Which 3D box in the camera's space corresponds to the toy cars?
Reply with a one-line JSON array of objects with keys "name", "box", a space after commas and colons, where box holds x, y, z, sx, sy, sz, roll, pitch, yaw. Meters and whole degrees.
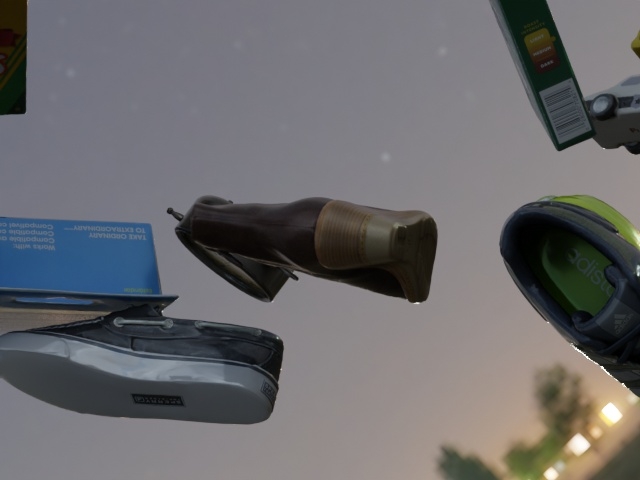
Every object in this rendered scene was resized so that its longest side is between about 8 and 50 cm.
[{"name": "toy cars", "box": [0.435, -0.203, 2.351, 0.393, 0.176, 0.087, 121, 167, -67]}]

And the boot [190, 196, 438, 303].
[{"name": "boot", "box": [0.000, 0.000, 1.965, 0.248, 0.207, 0.090, 32, -115, -71]}]

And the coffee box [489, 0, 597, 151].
[{"name": "coffee box", "box": [0.172, -0.175, 1.642, 0.040, 0.184, 0.113, -23, 23, 4]}]

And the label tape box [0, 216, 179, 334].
[{"name": "label tape box", "box": [-0.315, 0.033, 2.166, 0.249, 0.115, 0.348, 3, -11, -19]}]

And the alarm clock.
[{"name": "alarm clock", "box": [-0.077, 0.010, 2.095, 0.064, 0.129, 0.192, -51, 34, -9]}]

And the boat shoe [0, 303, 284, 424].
[{"name": "boat shoe", "box": [-0.187, 0.115, 2.038, 0.108, 0.301, 0.102, 79, -161, -52]}]

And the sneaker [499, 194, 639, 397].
[{"name": "sneaker", "box": [0.237, 0.072, 1.401, 0.111, 0.300, 0.121, -59, -23, 13]}]

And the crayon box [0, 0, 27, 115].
[{"name": "crayon box", "box": [-0.437, -0.273, 2.267, 0.202, 0.081, 0.318, -4, -40, -12]}]
